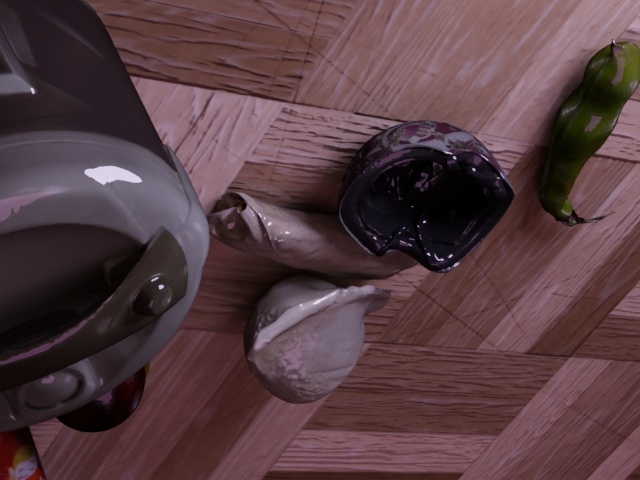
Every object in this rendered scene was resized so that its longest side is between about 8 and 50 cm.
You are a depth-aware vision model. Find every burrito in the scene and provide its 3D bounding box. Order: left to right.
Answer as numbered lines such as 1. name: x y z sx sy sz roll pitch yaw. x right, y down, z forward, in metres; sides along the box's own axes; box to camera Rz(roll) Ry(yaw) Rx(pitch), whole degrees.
1. burrito: 0.000 0.000 1.865 0.275 0.059 0.082 14 147 -43

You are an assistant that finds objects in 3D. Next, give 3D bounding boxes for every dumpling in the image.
1. dumpling: -0.003 0.094 1.926 0.166 0.126 0.216 -38 142 12

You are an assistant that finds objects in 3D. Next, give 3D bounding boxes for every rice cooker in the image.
1. rice cooker: -0.276 -0.024 1.425 0.335 0.325 0.335 -17 144 -13

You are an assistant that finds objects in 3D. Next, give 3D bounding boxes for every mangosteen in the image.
1. mangosteen: -0.226 0.126 1.843 0.140 0.140 0.140 -17 144 -13

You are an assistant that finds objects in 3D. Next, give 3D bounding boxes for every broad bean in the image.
1. broad bean: 0.286 -0.111 1.912 0.098 0.056 0.318 -24 151 -14

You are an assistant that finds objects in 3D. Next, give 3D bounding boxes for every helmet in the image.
1. helmet: 0.102 -0.062 1.815 0.177 0.107 0.153 20 130 -23

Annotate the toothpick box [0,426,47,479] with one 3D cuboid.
1. toothpick box: -0.355 0.331 1.826 0.204 0.333 0.204 -17 143 -13
